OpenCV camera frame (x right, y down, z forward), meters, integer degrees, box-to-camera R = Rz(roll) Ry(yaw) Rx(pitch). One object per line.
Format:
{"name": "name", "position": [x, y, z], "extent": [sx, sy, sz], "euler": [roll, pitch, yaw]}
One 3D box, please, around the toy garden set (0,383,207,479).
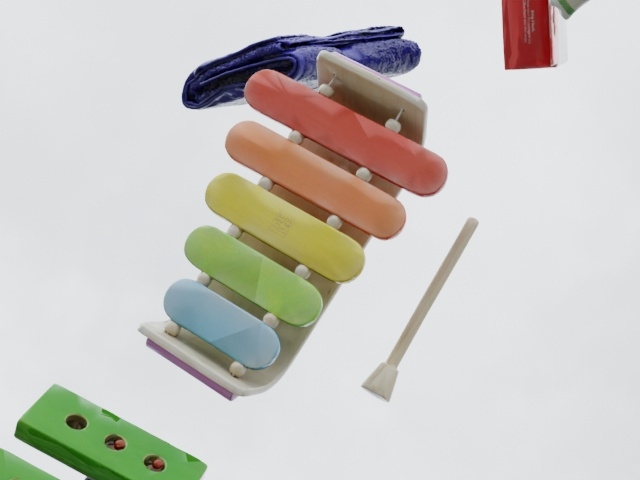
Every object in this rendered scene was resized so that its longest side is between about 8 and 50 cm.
{"name": "toy garden set", "position": [-0.116, 0.199, 0.597], "extent": [0.204, 0.244, 0.049], "euler": [27, -60, 6]}

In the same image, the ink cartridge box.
{"name": "ink cartridge box", "position": [0.308, -0.316, 1.663], "extent": [0.078, 0.231, 0.134], "euler": [-2, -80, 17]}

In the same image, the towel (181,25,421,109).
{"name": "towel", "position": [-0.025, -0.252, 1.662], "extent": [0.228, 0.308, 0.076], "euler": [-9, -86, 40]}

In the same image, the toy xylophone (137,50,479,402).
{"name": "toy xylophone", "position": [0.000, 0.000, 1.021], "extent": [0.236, 0.322, 0.081], "euler": [22, -11, 16]}

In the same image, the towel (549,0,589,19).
{"name": "towel", "position": [0.385, -0.443, 1.397], "extent": [0.325, 0.248, 0.038], "euler": [-35, -40, 28]}
